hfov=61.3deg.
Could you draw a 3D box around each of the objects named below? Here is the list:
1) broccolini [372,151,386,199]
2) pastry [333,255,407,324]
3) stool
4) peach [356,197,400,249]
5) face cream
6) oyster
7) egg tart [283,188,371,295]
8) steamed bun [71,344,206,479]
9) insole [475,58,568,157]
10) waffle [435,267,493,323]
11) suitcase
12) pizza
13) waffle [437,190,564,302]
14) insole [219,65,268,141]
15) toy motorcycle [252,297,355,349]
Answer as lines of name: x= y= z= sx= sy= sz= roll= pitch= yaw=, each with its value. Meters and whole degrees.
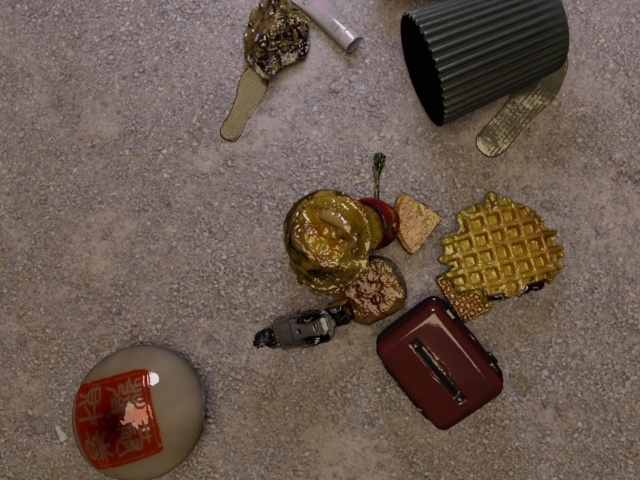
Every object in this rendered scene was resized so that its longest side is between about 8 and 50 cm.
broccolini: x=0.164 y=-0.177 z=1.511 sx=0.035 sy=0.030 sz=0.139 roll=-2 pitch=95 yaw=-29
pastry: x=0.134 y=0.131 z=1.474 sx=0.193 sy=0.093 sz=0.182 roll=-27 pitch=87 yaw=14
stool: x=0.405 y=-0.484 z=1.353 sx=0.330 sy=0.297 sz=0.297 roll=-21 pitch=87 yaw=3
peach: x=0.142 y=-0.053 z=1.465 sx=0.172 sy=0.092 sz=0.127 roll=28 pitch=125 yaw=40
face cream: x=0.022 y=-0.630 z=1.516 sx=0.092 sy=0.058 sz=0.243 roll=-40 pitch=80 yaw=0
oyster: x=-0.137 y=-0.585 z=1.522 sx=0.214 sy=0.083 sz=0.223 roll=-37 pitch=78 yaw=1
egg tart: x=0.000 y=0.000 z=1.434 sx=0.297 sy=0.132 sz=0.297 roll=-4 pitch=83 yaw=30
steamed bun: x=-0.511 y=0.481 z=1.483 sx=0.375 sy=0.241 sz=0.374 roll=0 pitch=90 yaw=10
insole: x=0.551 y=-0.376 z=1.468 sx=0.119 sy=0.009 sz=0.348 roll=39 pitch=94 yaw=5
waffle: x=0.389 y=0.140 z=1.468 sx=0.102 sy=0.042 sz=0.148 roll=-31 pitch=86 yaw=4
suitcase: x=0.306 y=0.315 z=1.410 sx=0.236 sy=0.161 sz=0.297 roll=-41 pitch=87 yaw=14
pizza: x=0.265 y=-0.047 z=1.483 sx=0.134 sy=0.046 sz=0.174 roll=0 pitch=90 yaw=8
waffle: x=0.474 y=0.034 z=1.426 sx=0.307 sy=0.060 sz=0.312 roll=42 pitch=84 yaw=6
insole: x=-0.218 y=-0.404 z=1.566 sx=0.086 sy=0.005 sz=0.253 roll=25 pitch=93 yaw=7
toy motorcycle: x=-0.055 y=0.232 z=1.432 sx=0.263 sy=0.157 sz=0.090 roll=-17 pitch=95 yaw=26
